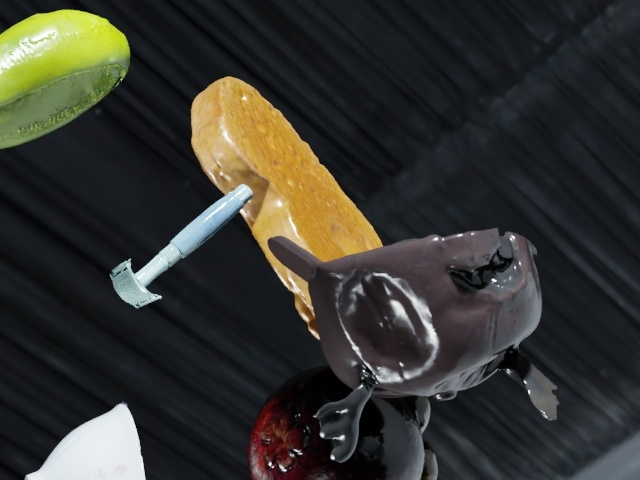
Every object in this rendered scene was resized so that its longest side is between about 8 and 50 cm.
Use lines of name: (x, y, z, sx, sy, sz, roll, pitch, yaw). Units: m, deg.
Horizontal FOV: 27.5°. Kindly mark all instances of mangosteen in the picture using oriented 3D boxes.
mangosteen: (0.022, 0.230, 1.400, 0.210, 0.210, 0.210, -37, 29, 25)

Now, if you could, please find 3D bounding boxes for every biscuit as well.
biscuit: (-0.001, 0.000, 1.580, 0.078, 0.455, 0.350, -35, 0, 18)

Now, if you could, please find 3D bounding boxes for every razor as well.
razor: (-0.108, -0.002, 1.074, 0.135, 0.040, 0.068, -42, 9, -22)

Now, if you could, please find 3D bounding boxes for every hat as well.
hat: (0.079, 0.095, 1.257, 0.336, 0.238, 0.208, -1, 92, 62)

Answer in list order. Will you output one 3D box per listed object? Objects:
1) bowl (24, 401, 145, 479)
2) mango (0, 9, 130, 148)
bowl: (-0.197, 0.228, 1.068, 0.189, 0.086, 0.189, 179, 90, -72)
mango: (-0.216, -0.123, 0.968, 0.165, 0.074, 0.091, -28, -26, -39)
